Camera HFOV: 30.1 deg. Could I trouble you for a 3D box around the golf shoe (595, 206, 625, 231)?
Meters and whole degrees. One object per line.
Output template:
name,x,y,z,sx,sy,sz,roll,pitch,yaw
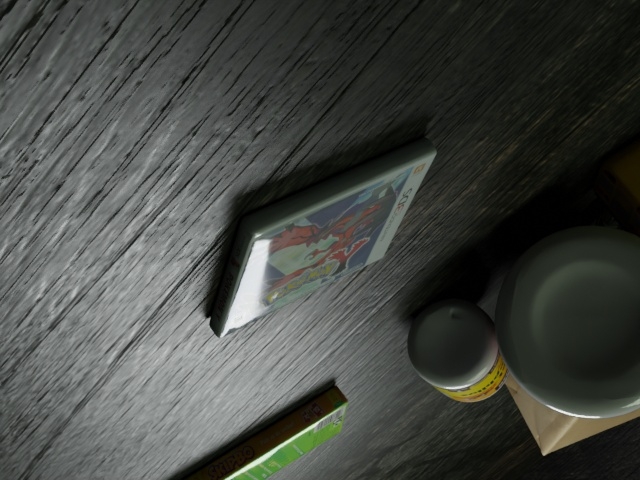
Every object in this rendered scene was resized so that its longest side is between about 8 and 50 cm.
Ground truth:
golf shoe,0.494,-0.073,1.647,0.272,0.105,0.120,-26,174,-10

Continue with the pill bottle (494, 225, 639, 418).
pill bottle,0.359,0.117,1.562,0.229,0.229,0.407,-38,166,6

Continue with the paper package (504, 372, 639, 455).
paper package,0.539,0.220,2.167,0.324,0.168,0.309,-17,154,-19

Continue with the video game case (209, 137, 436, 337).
video game case,0.000,0.000,1.080,0.201,0.023,0.183,-25,157,-28

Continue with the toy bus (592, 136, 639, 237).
toy bus,0.510,-0.125,1.512,0.332,0.108,0.130,-32,158,-10

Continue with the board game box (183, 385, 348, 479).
board game box,-0.081,0.290,1.574,0.259,0.039,0.124,-32,159,-19

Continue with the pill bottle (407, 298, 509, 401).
pill bottle,0.191,0.152,1.590,0.117,0.117,0.215,-38,160,4
